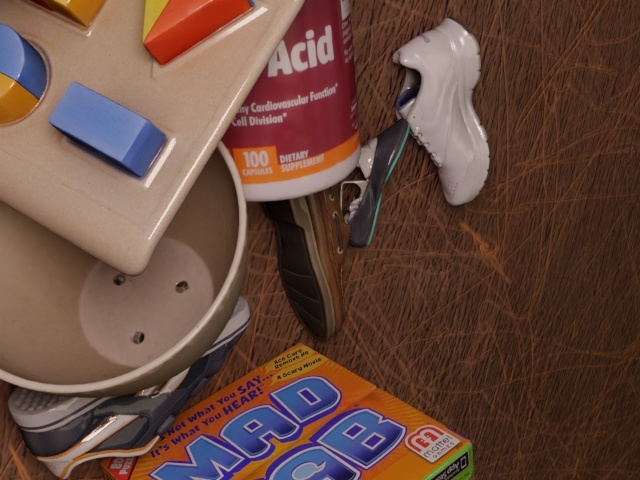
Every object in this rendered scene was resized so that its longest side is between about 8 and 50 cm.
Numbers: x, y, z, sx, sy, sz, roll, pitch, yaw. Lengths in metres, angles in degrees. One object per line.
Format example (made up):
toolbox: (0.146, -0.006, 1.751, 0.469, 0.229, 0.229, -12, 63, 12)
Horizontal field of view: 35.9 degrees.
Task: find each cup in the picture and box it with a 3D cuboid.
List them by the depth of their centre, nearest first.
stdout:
cup: (-0.221, 0.034, 1.096, 0.331, 0.331, 0.237, -52, 160, -14)

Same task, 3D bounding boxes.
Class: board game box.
board game box: (-0.028, 0.426, 1.364, 0.356, 0.356, 0.356, -28, 124, -31)

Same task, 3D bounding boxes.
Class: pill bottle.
pill bottle: (-0.076, -0.262, 1.137, 0.224, 0.224, 0.392, -25, 122, -33)

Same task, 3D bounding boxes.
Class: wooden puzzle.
wooden puzzle: (-0.225, -0.185, 0.969, 0.348, 0.322, 0.080, -61, 160, -2)

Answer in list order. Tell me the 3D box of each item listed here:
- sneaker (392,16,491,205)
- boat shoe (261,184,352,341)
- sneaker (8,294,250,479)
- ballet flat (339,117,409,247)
sneaker: (0.176, -0.184, 1.501, 0.129, 0.111, 0.297, -22, 118, -16)
boat shoe: (0.000, 0.000, 1.390, 0.104, 0.110, 0.307, -31, 125, -28)
sneaker: (-0.225, 0.179, 1.253, 0.321, 0.126, 0.127, -27, 120, -23)
ballet flat: (0.068, -0.089, 1.449, 0.074, 0.074, 0.203, 8, 106, -44)
